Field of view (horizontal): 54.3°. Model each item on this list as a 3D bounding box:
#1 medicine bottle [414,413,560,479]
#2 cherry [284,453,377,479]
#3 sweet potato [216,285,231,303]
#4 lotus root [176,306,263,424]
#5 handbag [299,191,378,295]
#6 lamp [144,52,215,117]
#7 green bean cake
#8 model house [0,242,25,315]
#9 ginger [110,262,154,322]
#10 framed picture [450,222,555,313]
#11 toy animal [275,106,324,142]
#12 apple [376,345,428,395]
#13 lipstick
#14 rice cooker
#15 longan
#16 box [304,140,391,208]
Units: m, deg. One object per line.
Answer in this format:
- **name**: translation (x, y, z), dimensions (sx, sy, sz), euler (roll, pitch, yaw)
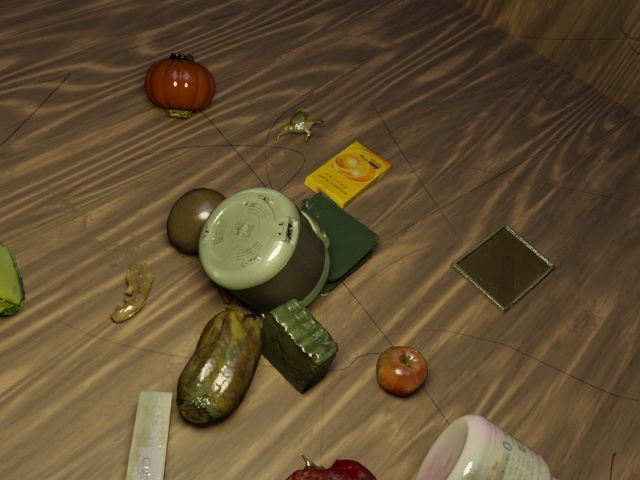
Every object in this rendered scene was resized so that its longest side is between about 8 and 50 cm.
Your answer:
- **medicine bottle**: translation (0.385, 0.551, 1.308), dimensions (0.325, 0.256, 0.256), euler (33, 50, 3)
- **cherry**: translation (0.027, 0.567, 1.236), dimensions (0.230, 0.203, 0.300), euler (-6, 67, -22)
- **sweet potato**: translation (-0.258, 0.095, 1.643), dimensions (0.044, 0.044, 0.179), euler (-1, 48, -16)
- **lotus root**: translation (-0.226, 0.287, 1.422), dimensions (0.152, 0.160, 0.274), euler (39, 49, -15)
- **handbag**: translation (0.000, 0.002, 1.769), dimensions (0.260, 0.079, 0.247), euler (39, 52, 18)
- **lamp**: translation (-0.443, -0.490, 1.970), dimensions (0.223, 0.196, 0.223), euler (4, 12, -1)
- **green bean cake**: translation (-0.054, 0.248, 1.487), dimensions (0.094, 0.173, 0.181), euler (-30, 63, -35)
- **model house**: translation (-0.827, 0.113, 1.433), dimensions (0.212, 0.170, 0.193), euler (-30, 68, -2)
- **ginger**: translation (-0.463, 0.128, 1.554), dimensions (0.070, 0.051, 0.173), euler (11, 48, -2)
- **framed picture**: translation (0.561, 0.077, 1.901), dimensions (0.290, 0.020, 0.211), euler (-31, 65, -34)
- **toy animal**: translation (-0.070, -0.365, 2.046), dimensions (0.095, 0.219, 0.155), euler (39, 88, -4)
- **apple**: translation (0.201, 0.325, 1.543), dimensions (0.126, 0.102, 0.126), euler (7, 45, -7)
- **lipstick**: translation (-0.357, 0.493, 1.264), dimensions (0.076, 0.079, 0.371), euler (5, 51, -11)
- **rice cooker**: translation (-0.132, 0.031, 1.550), dimensions (0.289, 0.277, 0.288), euler (-11, 60, 20)
- **longan**: translation (-0.317, -0.050, 1.656), dimensions (0.189, 0.189, 0.189), euler (8, 50, -9)
- **box**: translation (0.092, -0.212, 1.992), dimensions (0.152, 0.043, 0.269), euler (37, 52, 15)
